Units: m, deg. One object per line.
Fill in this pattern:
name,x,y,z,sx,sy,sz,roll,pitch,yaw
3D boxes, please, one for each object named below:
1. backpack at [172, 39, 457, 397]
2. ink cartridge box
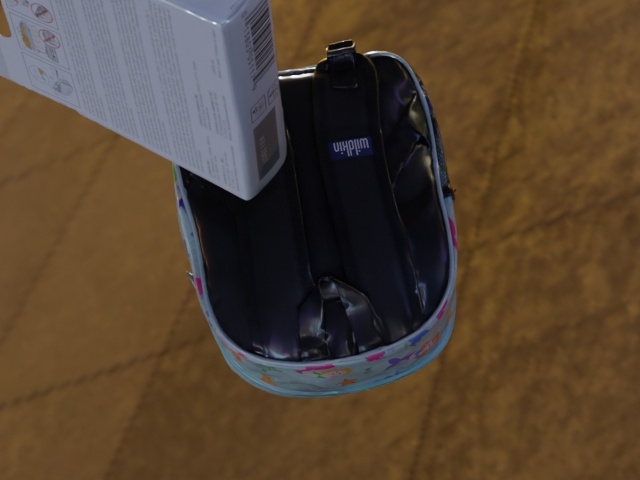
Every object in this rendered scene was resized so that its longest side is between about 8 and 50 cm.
backpack,0.000,0.000,1.468,0.225,0.191,0.253,-12,64,-2
ink cartridge box,-0.135,-0.143,1.223,0.232,0.189,0.066,30,63,22
